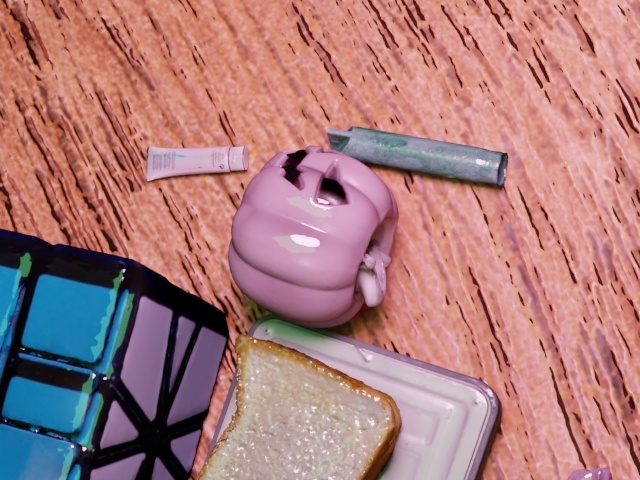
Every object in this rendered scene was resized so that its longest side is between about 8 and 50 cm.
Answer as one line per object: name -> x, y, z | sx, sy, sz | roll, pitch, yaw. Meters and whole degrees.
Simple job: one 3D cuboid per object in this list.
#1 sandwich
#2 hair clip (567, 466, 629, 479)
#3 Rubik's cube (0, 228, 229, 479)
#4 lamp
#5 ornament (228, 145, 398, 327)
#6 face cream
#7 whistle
sandwich -> -0.034, 0.218, 1.820 | 0.186, 0.065, 0.214 | 25, 88, 20
hair clip -> 0.307, 0.283, 1.752 | 0.300, 0.069, 0.173 | -18, 68, 11
Rubik's cube -> -0.283, 0.152, 1.844 | 0.283, 0.293, 0.288 | 14, 83, 16
lamp -> 0.018, 0.232, 1.861 | 0.269, 0.047, 0.266 | 17, 85, 20
ornament -> 0.000, 0.000, 1.857 | 0.177, 0.177, 0.177 | -4, 76, 15
face cream -> -0.132, -0.084, 1.994 | 0.115, 0.020, 0.038 | -2, 77, 17
whistle -> 0.096, -0.087, 1.920 | 0.186, 0.039, 0.039 | 11, 80, 18
